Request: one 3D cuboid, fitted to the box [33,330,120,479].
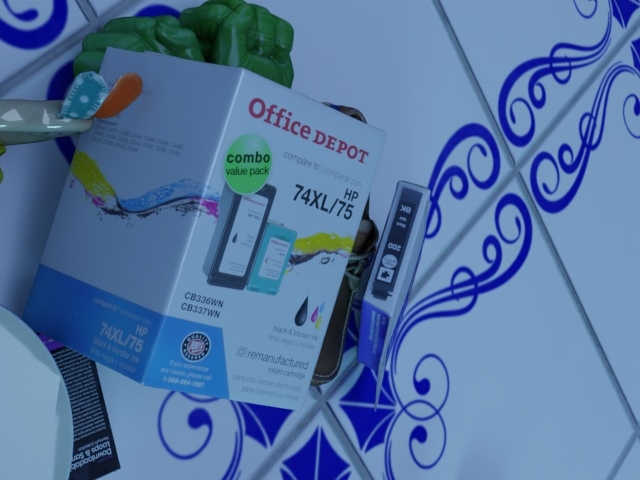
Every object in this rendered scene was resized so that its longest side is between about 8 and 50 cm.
[{"bbox_3d":[-0.258,0.159,1.062,0.116,0.029,0.162,-18,97,-43],"label":"box"}]

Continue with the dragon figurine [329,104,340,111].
[{"bbox_3d":[-0.058,-0.014,1.186,0.085,0.144,0.289,23,77,-43],"label":"dragon figurine"}]

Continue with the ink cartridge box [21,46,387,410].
[{"bbox_3d":[-0.105,-0.012,1.029,0.198,0.197,0.270,17,89,-46],"label":"ink cartridge box"}]

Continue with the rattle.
[{"bbox_3d":[-0.249,-0.064,0.972,0.130,0.200,0.142,63,26,-71],"label":"rattle"}]

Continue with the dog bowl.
[{"bbox_3d":[-0.338,0.163,0.910,0.265,0.104,0.265,2,86,-37],"label":"dog bowl"}]

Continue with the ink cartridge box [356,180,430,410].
[{"bbox_3d":[0.076,0.069,1.300,0.206,0.045,0.208,89,17,-65],"label":"ink cartridge box"}]

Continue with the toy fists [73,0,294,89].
[{"bbox_3d":[-0.131,-0.174,1.170,0.279,0.096,0.142,-23,102,-41],"label":"toy fists"}]

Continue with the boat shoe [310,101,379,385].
[{"bbox_3d":[0.000,0.000,1.264,0.123,0.116,0.324,4,84,-44],"label":"boat shoe"}]
